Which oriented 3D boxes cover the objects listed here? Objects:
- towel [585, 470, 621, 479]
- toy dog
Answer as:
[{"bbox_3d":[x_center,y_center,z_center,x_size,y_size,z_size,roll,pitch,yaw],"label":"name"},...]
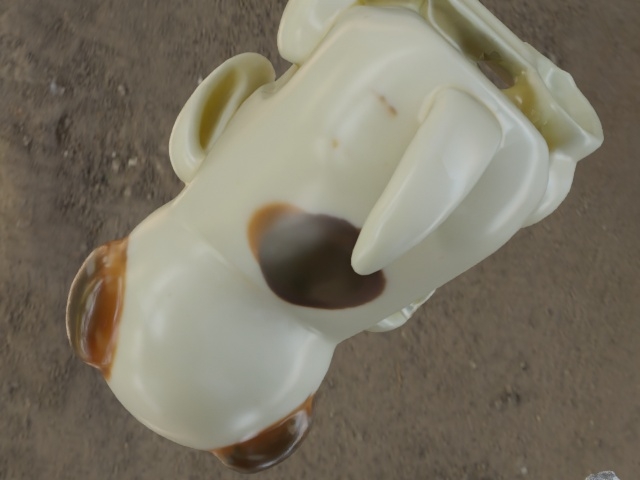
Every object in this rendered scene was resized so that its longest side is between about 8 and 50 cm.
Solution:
[{"bbox_3d":[0.175,0.342,0.880,0.283,0.121,0.235,-32,122,-26],"label":"towel"},{"bbox_3d":[0.000,0.000,0.970,0.284,0.395,0.408,35,115,-24],"label":"toy dog"}]
